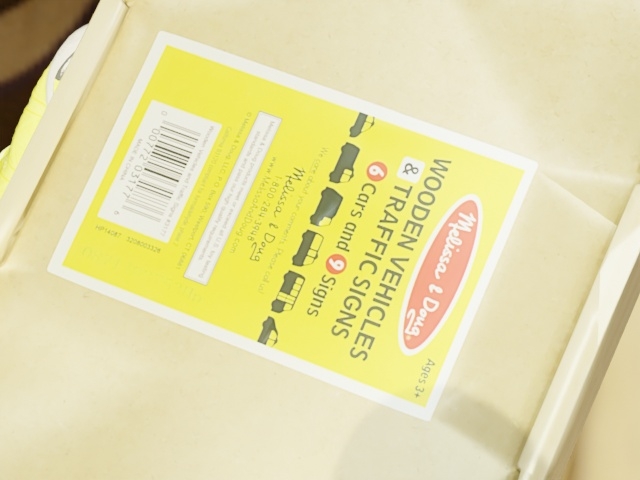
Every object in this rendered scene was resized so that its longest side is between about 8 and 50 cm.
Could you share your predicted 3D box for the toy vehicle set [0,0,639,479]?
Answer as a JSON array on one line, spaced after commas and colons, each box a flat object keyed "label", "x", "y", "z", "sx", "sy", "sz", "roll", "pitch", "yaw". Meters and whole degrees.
[{"label": "toy vehicle set", "x": 0.000, "y": 0.000, "z": 0.535, "sx": 0.267, "sy": 0.166, "sz": 0.035, "roll": -65, "pitch": 164, "yaw": -13}]

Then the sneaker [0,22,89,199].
[{"label": "sneaker", "x": -0.199, "y": 0.014, "z": 1.326, "sx": 0.145, "sy": 0.147, "sz": 0.385, "roll": -16, "pitch": 137, "yaw": -44}]
